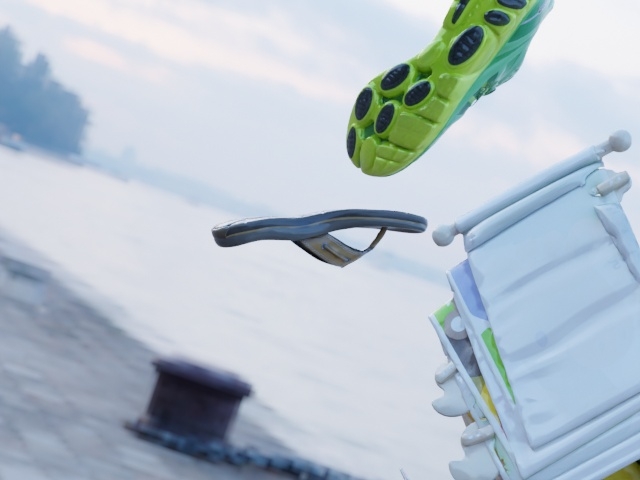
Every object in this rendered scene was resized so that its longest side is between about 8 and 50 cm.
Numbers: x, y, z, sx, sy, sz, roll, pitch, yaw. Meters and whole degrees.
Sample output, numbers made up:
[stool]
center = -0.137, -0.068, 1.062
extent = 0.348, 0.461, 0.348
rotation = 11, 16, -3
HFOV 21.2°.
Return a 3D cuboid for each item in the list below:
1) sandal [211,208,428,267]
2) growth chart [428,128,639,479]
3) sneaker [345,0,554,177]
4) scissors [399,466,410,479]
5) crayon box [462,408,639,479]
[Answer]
[sandal]
center = 0.000, 0.000, 1.734
extent = 0.219, 0.060, 0.090
rotation = -5, 2, -16
[growth chart]
center = 0.143, 0.054, 1.077
extent = 0.172, 0.237, 0.021
rotation = -24, -36, 20
[sneaker]
center = 0.149, -0.174, 1.841
extent = 0.109, 0.295, 0.123
rotation = 51, 15, 31
[scissors]
center = 0.118, 0.285, 1.617
extent = 0.109, 0.021, 0.297
rotation = 33, 6, -4
[crayon box]
center = 0.198, 0.204, 1.267
extent = 0.203, 0.083, 0.323
rotation = 53, -8, 36
